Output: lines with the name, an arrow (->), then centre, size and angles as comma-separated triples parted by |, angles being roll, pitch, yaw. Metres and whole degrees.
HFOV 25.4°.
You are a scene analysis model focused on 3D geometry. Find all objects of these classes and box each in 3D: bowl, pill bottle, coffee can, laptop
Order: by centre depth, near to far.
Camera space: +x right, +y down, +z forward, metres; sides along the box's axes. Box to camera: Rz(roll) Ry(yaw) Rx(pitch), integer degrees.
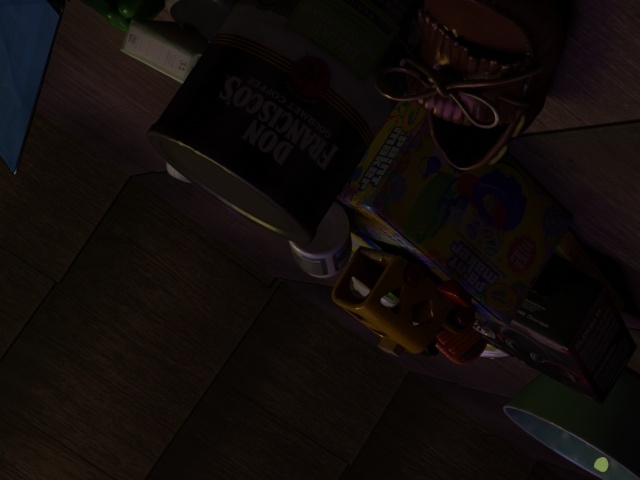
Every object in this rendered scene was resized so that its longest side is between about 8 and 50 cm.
coffee can -> -0.023, -0.165, 1.473 | 0.201, 0.275, 0.201 | 31, 170, 6
pill bottle -> 0.000, 0.000, 1.770 | 0.078, 0.078, 0.137 | 31, 169, 10
laptop -> -0.509, -0.364, 1.865 | 0.382, 0.236, 0.408 | 49, -177, 41
bowl -> 0.498, 0.311, 2.526 | 0.311, 0.163, 0.311 | 32, 171, 6

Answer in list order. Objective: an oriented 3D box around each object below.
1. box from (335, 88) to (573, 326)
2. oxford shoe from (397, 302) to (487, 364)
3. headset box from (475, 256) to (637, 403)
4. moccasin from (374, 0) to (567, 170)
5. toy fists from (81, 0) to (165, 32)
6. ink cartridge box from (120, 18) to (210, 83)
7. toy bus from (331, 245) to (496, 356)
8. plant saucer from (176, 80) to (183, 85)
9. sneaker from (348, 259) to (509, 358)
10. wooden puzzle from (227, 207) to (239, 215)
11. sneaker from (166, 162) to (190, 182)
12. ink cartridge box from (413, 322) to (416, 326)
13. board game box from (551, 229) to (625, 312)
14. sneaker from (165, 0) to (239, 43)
box -> 0.117, -0.057, 1.861 | 0.290, 0.177, 0.279 | 40, 168, -34
oxford shoe -> 0.148, 0.040, 2.282 | 0.364, 0.130, 0.133 | 58, 162, -14
headset box -> 0.311, 0.102, 2.031 | 0.218, 0.110, 0.293 | 28, 170, 29
moccasin -> 0.141, -0.162, 1.342 | 0.139, 0.147, 0.380 | 31, 170, 9
toy fists -> -0.294, -0.365, 1.903 | 0.142, 0.096, 0.279 | 29, 169, 15
ink cartridge box -> -0.131, -0.235, 1.948 | 0.235, 0.056, 0.171 | 30, -162, 22
toy bus -> 0.110, 0.095, 1.810 | 0.202, 0.104, 0.191 | 30, 169, 16
plant saucer -> -0.172, -0.231, 2.416 | 0.192, 0.018, 0.067 | 39, 169, -27
sneaker -> 0.210, 0.076, 2.370 | 0.384, 0.145, 0.147 | 20, 147, 22
wooden puzzle -> -0.099, -0.076, 2.770 | 0.348, 0.080, 0.322 | 32, 171, 7
sneaker -> -0.156, -0.132, 2.438 | 0.208, 0.127, 0.319 | 32, 171, 11
ink cartridge box -> 0.167, 0.089, 2.586 | 0.128, 0.127, 0.176 | 31, 170, 12
board game box -> 0.344, 0.035, 2.025 | 0.124, 0.039, 0.259 | 25, 166, 40
sneaker -> -0.127, -0.265, 1.760 | 0.118, 0.083, 0.222 | 66, 166, -2
